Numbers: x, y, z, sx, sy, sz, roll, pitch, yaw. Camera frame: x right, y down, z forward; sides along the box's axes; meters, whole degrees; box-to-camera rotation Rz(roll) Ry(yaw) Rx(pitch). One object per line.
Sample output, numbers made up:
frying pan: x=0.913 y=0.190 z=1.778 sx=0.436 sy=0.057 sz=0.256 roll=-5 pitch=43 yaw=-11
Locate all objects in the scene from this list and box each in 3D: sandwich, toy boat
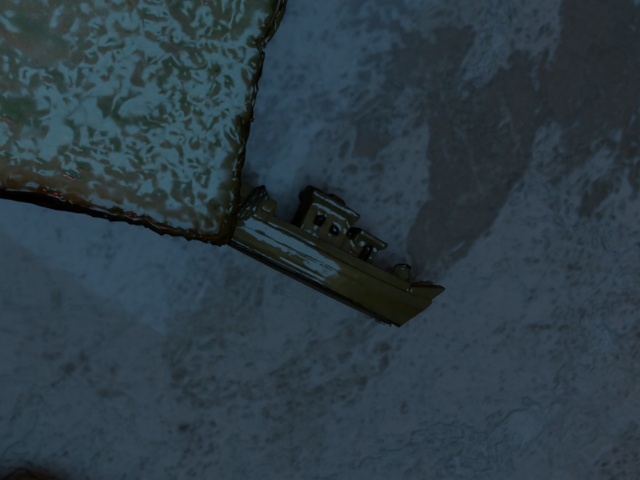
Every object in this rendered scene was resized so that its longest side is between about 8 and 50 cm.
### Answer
sandwich: x=-0.148 y=-0.165 z=0.678 sx=0.271 sy=0.099 sz=0.301 roll=16 pitch=96 yaw=-6
toy boat: x=0.000 y=0.000 z=0.794 sx=0.206 sy=0.064 sz=0.072 roll=27 pitch=83 yaw=-15

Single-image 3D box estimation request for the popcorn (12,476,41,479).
popcorn: x=-0.271 y=0.328 z=0.743 sx=0.225 sy=0.265 sz=0.332 roll=22 pitch=71 yaw=18
